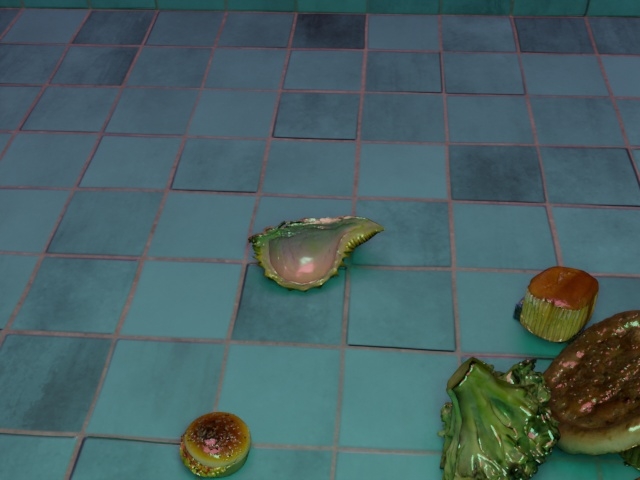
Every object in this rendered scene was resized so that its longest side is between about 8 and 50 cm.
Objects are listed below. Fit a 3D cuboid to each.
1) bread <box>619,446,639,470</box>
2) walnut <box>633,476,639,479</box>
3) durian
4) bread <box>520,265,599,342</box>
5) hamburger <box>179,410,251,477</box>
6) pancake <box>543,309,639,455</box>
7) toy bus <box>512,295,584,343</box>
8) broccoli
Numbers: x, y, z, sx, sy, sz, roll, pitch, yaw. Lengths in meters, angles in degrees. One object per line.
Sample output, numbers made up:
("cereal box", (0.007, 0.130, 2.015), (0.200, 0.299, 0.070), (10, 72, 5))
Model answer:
("bread", (0.651, 0.346, 1.519), (0.199, 0.104, 0.199), (-2, 42, 2))
("walnut", (0.593, 0.478, 1.312), (0.228, 0.228, 0.228), (-1, 43, 1))
("durian", (-0.012, 0.000, 1.887), (0.305, 0.185, 0.195), (-16, 18, -5))
("bread", (0.502, 0.124, 1.685), (0.132, 0.114, 0.190), (21, 28, 27))
("hamburger", (-0.200, 0.386, 1.523), (0.141, 0.081, 0.126), (-25, 48, -24))
("pancake", (0.578, 0.253, 1.519), (0.382, 0.071, 0.382), (-30, 18, 11))
("toy bus", (0.498, 0.174, 1.747), (0.153, 0.051, 0.061), (23, 43, 25))
("broccoli", (0.291, 0.321, 1.451), (0.248, 0.245, 0.288), (-32, 13, 22))
